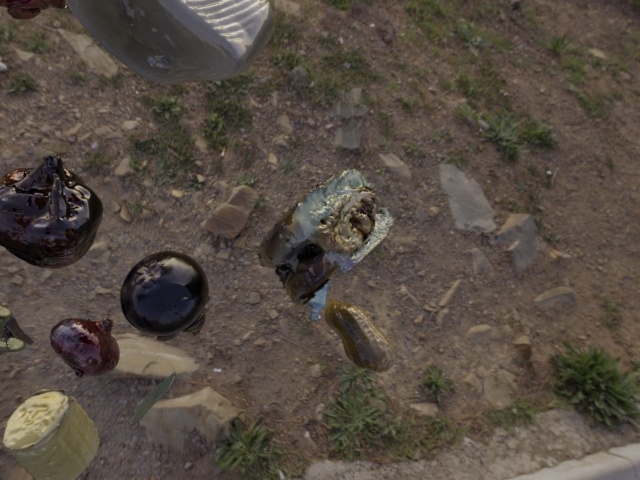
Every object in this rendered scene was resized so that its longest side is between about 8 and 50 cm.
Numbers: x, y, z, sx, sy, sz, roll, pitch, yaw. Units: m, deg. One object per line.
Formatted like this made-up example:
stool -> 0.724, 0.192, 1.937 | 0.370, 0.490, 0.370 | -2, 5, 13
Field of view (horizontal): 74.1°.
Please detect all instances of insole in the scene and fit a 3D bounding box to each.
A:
insole -> -0.273, 0.258, 0.689 | 0.002, 0.153, 0.053 | 34, 34, -22

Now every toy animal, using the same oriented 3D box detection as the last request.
toy animal -> -0.718, 0.183, 0.832 | 0.219, 0.101, 0.103 | 29, 32, -53

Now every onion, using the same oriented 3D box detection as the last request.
onion -> -0.591, 0.281, 1.095 | 0.151, 0.098, 0.205 | -43, 133, -10

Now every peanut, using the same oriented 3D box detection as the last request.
peanut -> 0.094, 0.247, 1.108 | 0.110, 0.120, 0.236 | -32, 60, -29

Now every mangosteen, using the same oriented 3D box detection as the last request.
mangosteen -> -0.336, 0.134, 0.961 | 0.195, 0.230, 0.194 | -9, 48, 10

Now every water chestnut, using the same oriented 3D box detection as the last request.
water chestnut -> -0.685, -0.073, 1.072 | 0.245, 0.289, 0.288 | -28, 89, 7

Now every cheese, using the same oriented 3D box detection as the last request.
cheese -> -0.480, 0.357, 0.764 | 0.094, 0.167, 0.123 | 10, 42, 11

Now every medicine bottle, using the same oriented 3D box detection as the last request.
medicine bottle -> -0.016, 0.275, 1.999 | 0.090, 0.054, 0.208 | 20, 68, -28

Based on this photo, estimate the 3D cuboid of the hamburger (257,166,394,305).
hamburger -> 0.000, 0.000, 0.970 | 0.195, 0.277, 0.318 | 50, 42, -1

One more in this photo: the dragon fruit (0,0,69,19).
dragon fruit -> -0.676, -0.636, 0.987 | 0.330, 0.286, 0.227 | 3, 114, -6

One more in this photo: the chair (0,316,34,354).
chair -> -1.000, 0.287, 1.187 | 0.203, 0.416, 0.240 | 42, 56, -6

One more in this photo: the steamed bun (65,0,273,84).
steamed bun -> -0.298, -0.445, 0.792 | 0.384, 0.236, 0.246 | 37, 48, -22
